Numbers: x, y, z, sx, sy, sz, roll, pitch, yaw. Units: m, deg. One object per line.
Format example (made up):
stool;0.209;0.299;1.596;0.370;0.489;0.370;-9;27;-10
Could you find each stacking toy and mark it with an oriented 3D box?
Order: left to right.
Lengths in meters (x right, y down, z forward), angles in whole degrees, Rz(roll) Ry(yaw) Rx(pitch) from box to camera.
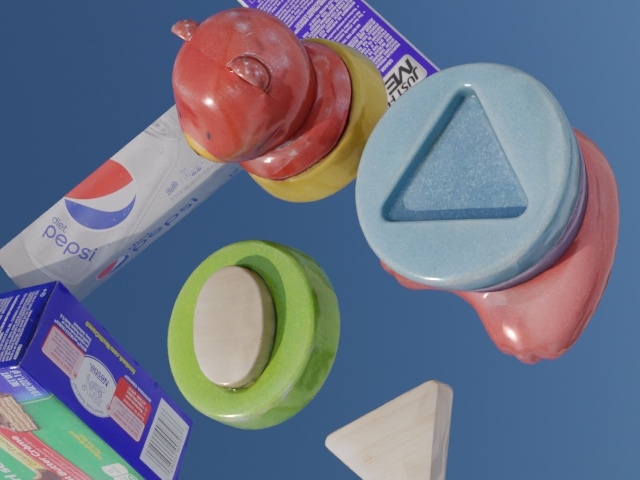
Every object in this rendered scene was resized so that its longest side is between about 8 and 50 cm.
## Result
stacking toy;0.000;0.000;0.620;0.130;0.309;0.279;27;-93;-53

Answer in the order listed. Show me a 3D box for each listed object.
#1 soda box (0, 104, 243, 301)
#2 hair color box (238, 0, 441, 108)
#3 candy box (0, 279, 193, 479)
soda box;-0.226;-0.037;1.162;0.286;0.098;0.091;-39;-95;2
hair color box;0.021;-0.249;1.229;0.110;0.339;0.185;-45;-17;10
candy box;-0.352;0.196;1.137;0.268;0.317;0.122;55;-144;-36
